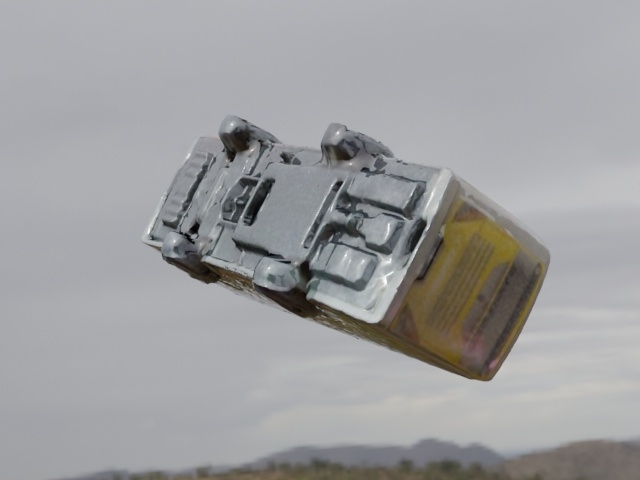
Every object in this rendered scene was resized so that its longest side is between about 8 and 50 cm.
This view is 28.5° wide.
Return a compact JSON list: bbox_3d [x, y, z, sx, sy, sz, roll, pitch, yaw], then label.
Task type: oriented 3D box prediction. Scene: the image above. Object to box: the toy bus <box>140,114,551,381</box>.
[{"bbox_3d":[0.000,0.000,0.650,0.106,0.092,0.268,32,-9,-28],"label":"toy bus"}]
